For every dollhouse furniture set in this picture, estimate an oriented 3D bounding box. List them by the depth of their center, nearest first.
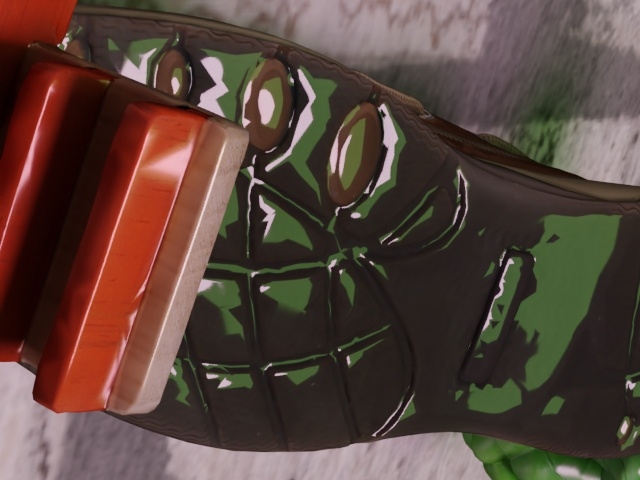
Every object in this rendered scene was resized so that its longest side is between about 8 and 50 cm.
[{"bbox_3d":[-0.145,-0.026,0.252,0.259,0.135,0.262,5,107,-58],"label":"dollhouse furniture set"}]

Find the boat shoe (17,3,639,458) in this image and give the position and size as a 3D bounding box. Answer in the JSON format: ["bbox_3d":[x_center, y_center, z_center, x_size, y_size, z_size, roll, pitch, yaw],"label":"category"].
[{"bbox_3d":[0.000,0.000,0.505,0.324,0.120,0.123,18,100,-37],"label":"boat shoe"}]

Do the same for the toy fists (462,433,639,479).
[{"bbox_3d":[0.146,0.061,0.666,0.096,0.279,0.142,19,82,-24],"label":"toy fists"}]
